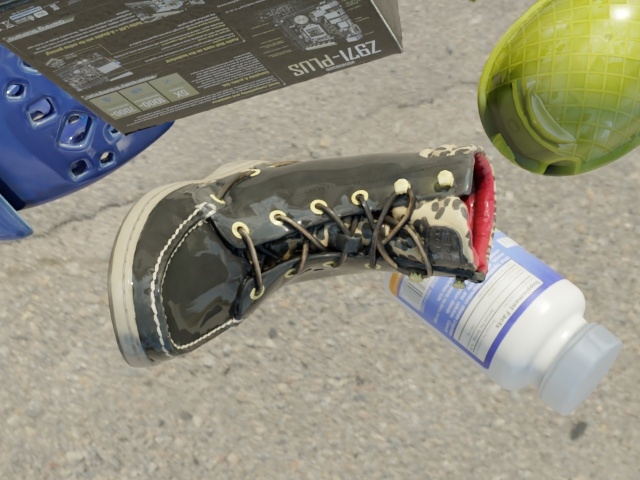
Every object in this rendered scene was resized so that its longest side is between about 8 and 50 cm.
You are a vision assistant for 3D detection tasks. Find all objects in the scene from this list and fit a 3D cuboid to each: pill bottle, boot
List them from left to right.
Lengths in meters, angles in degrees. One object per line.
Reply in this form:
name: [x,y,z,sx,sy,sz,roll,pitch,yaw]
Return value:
boot: [0.000,0.000,0.939,0.377,0.284,0.138,-42,126,-66]
pill bottle: [0.221,0.084,1.248,0.152,0.272,0.152,-39,153,-25]

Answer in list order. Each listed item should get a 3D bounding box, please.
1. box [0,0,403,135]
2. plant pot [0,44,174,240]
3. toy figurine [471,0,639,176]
box: [-0.065,-0.138,0.539,0.147,0.180,0.078,39,41,-61]
plant pot: [-0.313,-0.147,0.923,0.212,0.236,0.236,-49,140,-16]
toy figurine: [0.214,-0.188,0.437,0.362,0.217,0.191,-35,94,0]
